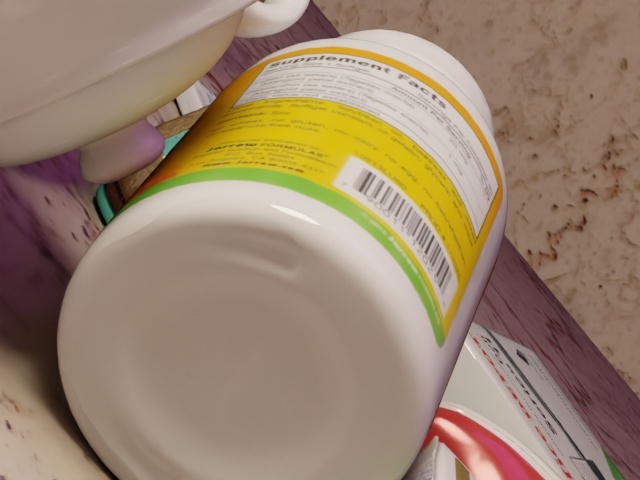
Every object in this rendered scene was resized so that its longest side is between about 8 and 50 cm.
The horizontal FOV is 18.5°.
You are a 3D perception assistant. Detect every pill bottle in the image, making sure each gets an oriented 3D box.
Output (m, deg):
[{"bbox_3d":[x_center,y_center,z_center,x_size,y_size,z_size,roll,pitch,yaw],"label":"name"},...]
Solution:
[{"bbox_3d":[0.000,0.000,0.779,0.136,0.136,0.246,48,26,-8],"label":"pill bottle"}]

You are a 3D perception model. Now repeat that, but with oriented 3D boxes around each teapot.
[{"bbox_3d":[-0.102,-0.112,0.707,0.187,0.256,0.252,66,-12,-13],"label":"teapot"}]

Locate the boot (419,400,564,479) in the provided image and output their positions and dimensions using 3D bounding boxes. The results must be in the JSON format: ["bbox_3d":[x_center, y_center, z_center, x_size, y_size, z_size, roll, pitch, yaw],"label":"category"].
[{"bbox_3d":[0.086,0.173,0.859,0.244,0.088,0.176,56,12,16],"label":"boot"}]

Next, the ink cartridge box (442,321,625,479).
[{"bbox_3d":[0.100,0.130,1.067,0.153,0.087,0.208,56,11,18],"label":"ink cartridge box"}]

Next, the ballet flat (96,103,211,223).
[{"bbox_3d":[0.012,0.002,1.067,0.342,0.124,0.116,37,20,-56],"label":"ballet flat"}]

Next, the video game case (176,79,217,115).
[{"bbox_3d":[-0.040,-0.039,1.330,0.143,0.019,0.157,45,10,-29],"label":"video game case"}]

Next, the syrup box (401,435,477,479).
[{"bbox_3d":[0.083,0.195,0.708,0.237,0.093,0.096,48,9,-7],"label":"syrup box"}]
